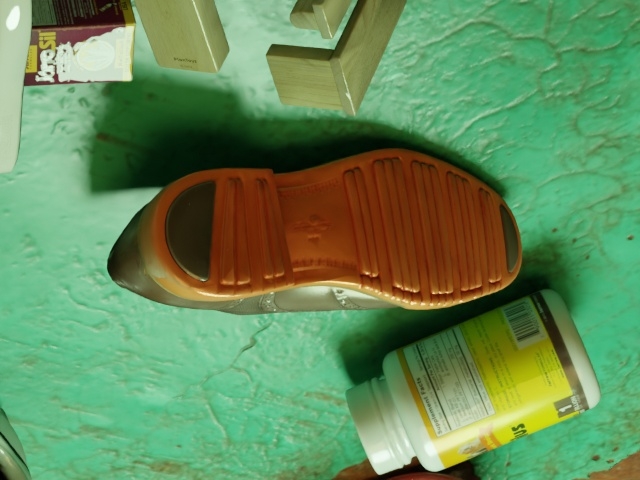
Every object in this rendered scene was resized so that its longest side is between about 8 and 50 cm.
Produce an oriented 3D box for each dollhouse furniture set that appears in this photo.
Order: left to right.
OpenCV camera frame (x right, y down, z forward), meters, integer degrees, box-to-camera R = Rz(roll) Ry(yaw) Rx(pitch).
[{"bbox_3d":[-0.038,-0.191,1.249,0.151,0.123,0.144,8,142,22],"label":"dollhouse furniture set"}]

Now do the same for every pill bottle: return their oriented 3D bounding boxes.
[{"bbox_3d":[0.136,0.134,1.574,0.215,0.117,0.117,-23,137,4],"label":"pill bottle"}]

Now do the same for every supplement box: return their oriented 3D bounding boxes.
[{"bbox_3d":[-0.176,-0.144,1.235,0.083,0.043,0.055,-5,136,-14],"label":"supplement box"}]

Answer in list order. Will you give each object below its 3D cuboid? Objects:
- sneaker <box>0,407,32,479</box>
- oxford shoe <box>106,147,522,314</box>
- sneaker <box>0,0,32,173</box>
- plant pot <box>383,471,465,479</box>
[{"bbox_3d":[-0.348,0.141,1.371,0.330,0.146,0.122,30,96,-42],"label":"sneaker"},{"bbox_3d":[0.000,0.000,1.417,0.363,0.130,0.132,3,166,-31],"label":"oxford shoe"},{"bbox_3d":[-0.259,-0.148,1.155,0.123,0.106,0.290,-5,137,-18],"label":"sneaker"},{"bbox_3d":[0.107,0.355,1.737,0.191,0.191,0.174,-16,139,-4],"label":"plant pot"}]
